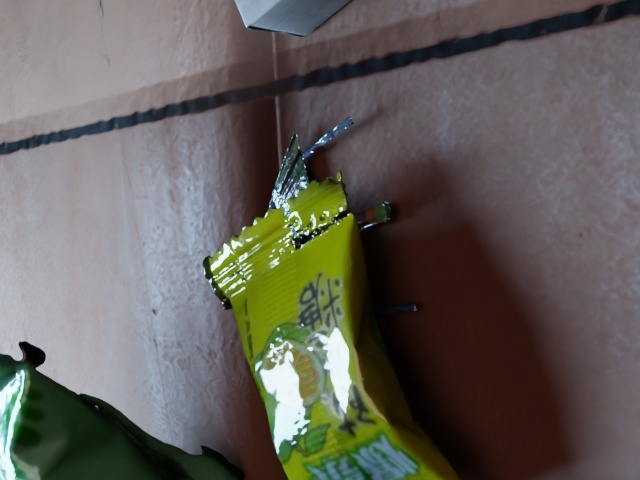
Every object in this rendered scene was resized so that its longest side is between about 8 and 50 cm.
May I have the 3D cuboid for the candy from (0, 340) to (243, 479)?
[{"bbox_3d":[-0.230,0.244,0.811,0.398,0.172,0.263,47,126,-7],"label":"candy"}]

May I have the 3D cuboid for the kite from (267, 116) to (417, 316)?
[{"bbox_3d":[0.000,0.000,0.747,0.160,0.010,0.182,-25,81,41],"label":"kite"}]

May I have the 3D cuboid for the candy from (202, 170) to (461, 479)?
[{"bbox_3d":[0.005,0.115,0.707,0.187,0.081,0.297,-33,76,39],"label":"candy"}]

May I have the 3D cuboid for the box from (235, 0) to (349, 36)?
[{"bbox_3d":[0.006,-0.263,0.677,0.199,0.081,0.135,-34,73,37],"label":"box"}]
